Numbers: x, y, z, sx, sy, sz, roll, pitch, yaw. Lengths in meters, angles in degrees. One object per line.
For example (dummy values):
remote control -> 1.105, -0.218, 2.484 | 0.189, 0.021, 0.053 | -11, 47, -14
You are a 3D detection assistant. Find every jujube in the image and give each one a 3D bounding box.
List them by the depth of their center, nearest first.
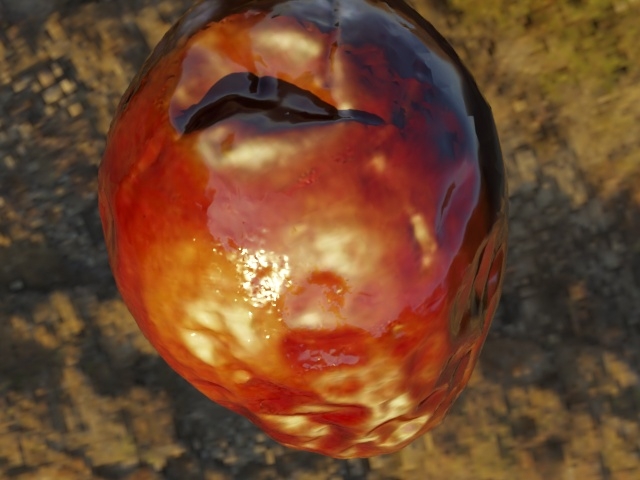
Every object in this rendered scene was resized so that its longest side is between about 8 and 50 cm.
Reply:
jujube -> 0.000, 0.000, 0.933 | 0.318, 0.223, 0.223 | 71, 29, -58
